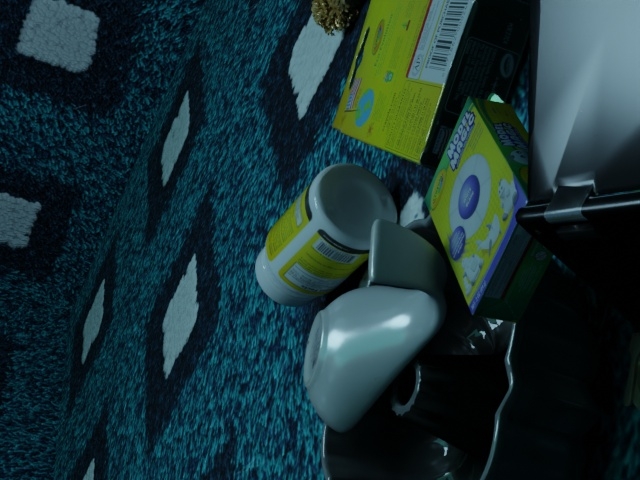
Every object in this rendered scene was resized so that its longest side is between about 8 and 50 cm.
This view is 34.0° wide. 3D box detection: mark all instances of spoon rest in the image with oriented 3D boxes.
[{"bbox_3d":[0.046,0.078,0.913,0.276,0.084,0.137,115,163,-59],"label":"spoon rest"}]

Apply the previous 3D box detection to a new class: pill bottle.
[{"bbox_3d":[0.000,0.000,1.352,0.208,0.119,0.119,-45,34,51],"label":"pill bottle"}]

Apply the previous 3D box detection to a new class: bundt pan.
[{"bbox_3d":[0.125,0.141,0.919,0.331,0.124,0.330,-50,31,45],"label":"bundt pan"}]

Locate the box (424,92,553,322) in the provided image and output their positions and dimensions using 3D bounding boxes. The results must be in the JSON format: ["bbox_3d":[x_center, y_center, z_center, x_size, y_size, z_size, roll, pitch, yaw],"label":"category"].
[{"bbox_3d":[0.128,-0.034,0.798,0.179,0.043,0.105,-102,27,-55],"label":"box"}]

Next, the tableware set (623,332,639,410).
[{"bbox_3d":[0.274,0.071,0.739,0.169,0.020,0.141,26,99,69],"label":"tableware set"}]

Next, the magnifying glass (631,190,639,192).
[{"bbox_3d":[0.181,-0.106,0.703,0.092,0.026,0.231,125,143,-52],"label":"magnifying glass"}]

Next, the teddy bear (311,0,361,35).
[{"bbox_3d":[0.056,-0.466,1.579,0.338,0.113,0.245,150,131,-62],"label":"teddy bear"}]

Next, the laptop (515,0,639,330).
[{"bbox_3d":[0.280,-0.076,0.422,0.236,0.408,0.382,-55,18,-16],"label":"laptop"}]

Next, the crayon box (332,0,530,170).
[{"bbox_3d":[0.121,-0.199,1.244,0.318,0.081,0.202,-141,68,-67],"label":"crayon box"}]
